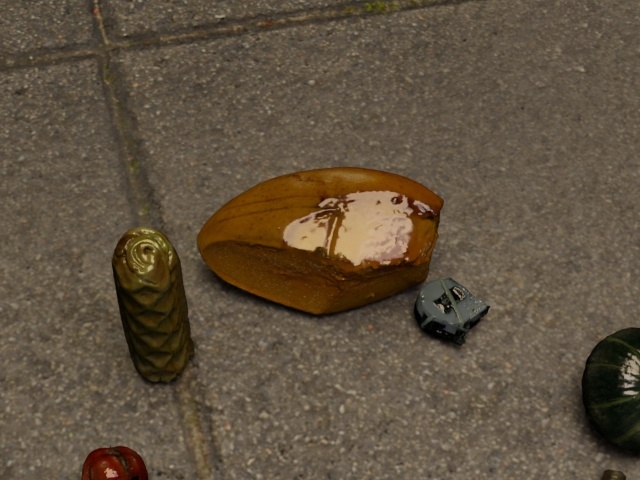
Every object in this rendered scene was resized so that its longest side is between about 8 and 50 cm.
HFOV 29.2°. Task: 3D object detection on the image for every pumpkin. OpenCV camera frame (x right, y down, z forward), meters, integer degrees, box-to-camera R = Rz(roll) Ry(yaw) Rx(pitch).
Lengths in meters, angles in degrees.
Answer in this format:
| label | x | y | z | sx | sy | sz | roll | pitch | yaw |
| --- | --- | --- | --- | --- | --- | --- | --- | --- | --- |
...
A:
| label | x | y | z | sx | sy | sz | roll | pitch | yaw |
| --- | --- | --- | --- | --- | --- | --- | --- | --- | --- |
| pumpkin | 0.427 | 0.199 | 1.640 | 0.167 | 0.125 | 0.167 | 0 | 91 | -30 |

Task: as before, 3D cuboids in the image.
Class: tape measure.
| label | x | y | z | sx | sy | sz | roll | pitch | yaw |
| --- | --- | --- | --- | --- | --- | --- | --- | --- | --- |
| tape measure | 0.180 | 0.100 | 1.745 | 0.094 | 0.054 | 0.091 | 32 | 52 | 16 |

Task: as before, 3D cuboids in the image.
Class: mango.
| label | x | y | z | sx | sy | sz | roll | pitch | yaw |
| --- | --- | --- | --- | --- | --- | --- | --- | --- | --- |
| mango | 0.000 | 0.000 | 1.743 | 0.350 | 0.201 | 0.199 | 0 | 17 | 6 |

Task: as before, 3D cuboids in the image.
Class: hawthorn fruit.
| label | x | y | z | sx | sy | sz | roll | pitch | yaw |
| --- | --- | --- | --- | --- | --- | --- | --- | --- | --- |
| hawthorn fruit | -0.264 | 0.298 | 1.559 | 0.093 | 0.093 | 0.093 | 2 | 54 | -2 |

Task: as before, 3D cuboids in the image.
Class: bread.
| label | x | y | z | sx | sy | sz | roll | pitch | yaw |
| --- | --- | --- | --- | --- | --- | --- | --- | --- | --- |
| bread | -0.219 | 0.083 | 1.601 | 0.087 | 0.269 | 0.098 | 18 | 55 | 13 |

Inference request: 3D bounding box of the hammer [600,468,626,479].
| label | x | y | z | sx | sy | sz | roll | pitch | yaw |
| --- | --- | --- | --- | --- | --- | --- | --- | --- | --- |
| hammer | 0.318 | 0.411 | 1.546 | 0.125 | 0.027 | 0.297 | 25 | 56 | 15 |
